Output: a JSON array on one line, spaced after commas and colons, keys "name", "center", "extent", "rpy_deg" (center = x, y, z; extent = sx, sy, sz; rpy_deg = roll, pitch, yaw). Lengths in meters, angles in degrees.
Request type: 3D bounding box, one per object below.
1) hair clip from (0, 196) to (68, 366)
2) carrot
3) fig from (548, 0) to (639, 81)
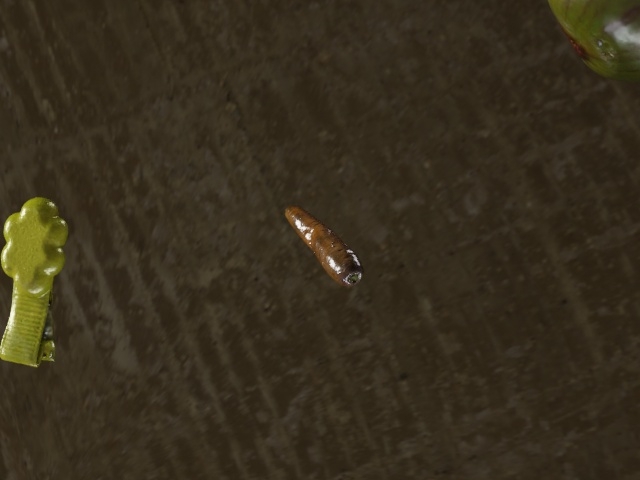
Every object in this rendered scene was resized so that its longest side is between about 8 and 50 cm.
[{"name": "hair clip", "center": [-0.300, 0.041, 1.321], "extent": [0.072, 0.046, 0.173], "rpy_deg": [10, -83, 12]}, {"name": "carrot", "center": [0.001, 0.000, 1.336], "extent": [0.036, 0.165, 0.035], "rpy_deg": [-12, -58, -20]}, {"name": "fig", "center": [0.312, -0.237, 1.050], "extent": [0.259, 0.151, 0.151], "rpy_deg": [-32, -94, 5]}]
